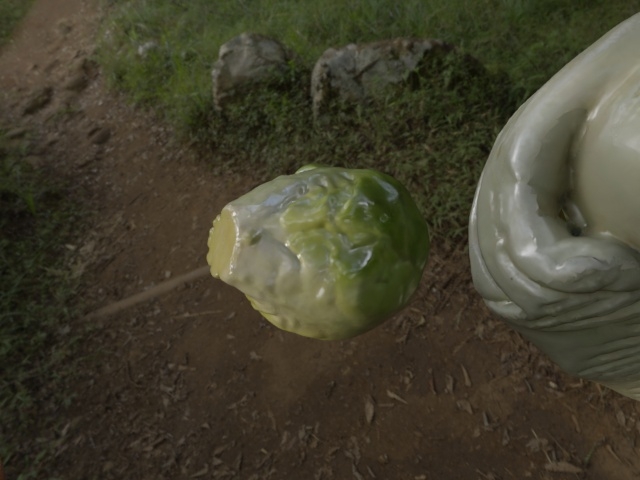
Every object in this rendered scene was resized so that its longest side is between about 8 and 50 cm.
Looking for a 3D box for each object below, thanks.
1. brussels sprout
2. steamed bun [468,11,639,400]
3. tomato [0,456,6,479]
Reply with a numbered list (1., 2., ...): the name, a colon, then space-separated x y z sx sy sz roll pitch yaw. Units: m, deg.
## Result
1. brussels sprout: 0.012 0.005 0.759 0.274 0.242 0.317 36 34 27
2. steamed bun: 0.307 -0.037 0.431 0.342 0.368 0.255 -28 43 31
3. tomato: -0.317 0.162 0.306 0.224 0.255 0.256 -28 33 -19
